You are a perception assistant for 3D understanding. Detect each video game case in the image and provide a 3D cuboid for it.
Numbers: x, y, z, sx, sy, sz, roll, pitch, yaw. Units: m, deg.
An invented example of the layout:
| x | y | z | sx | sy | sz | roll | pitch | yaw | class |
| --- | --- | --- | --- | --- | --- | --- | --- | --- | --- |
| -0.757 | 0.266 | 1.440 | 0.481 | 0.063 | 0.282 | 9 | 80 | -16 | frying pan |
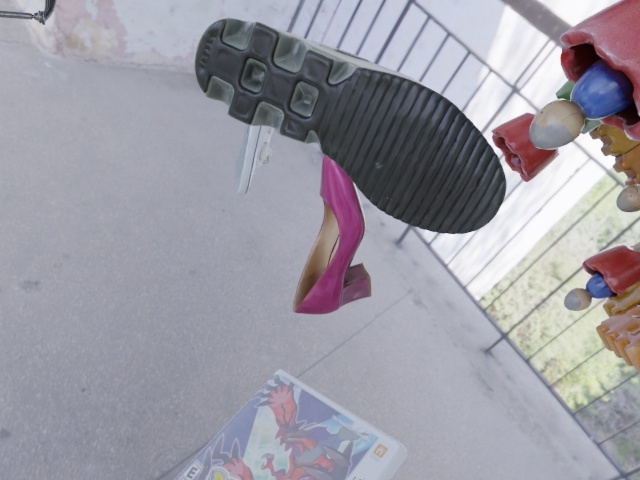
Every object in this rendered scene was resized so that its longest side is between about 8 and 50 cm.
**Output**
| x | y | z | sx | sy | sz | roll | pitch | yaw | class |
| --- | --- | --- | --- | --- | --- | --- | --- | --- | --- |
| -0.042 | 0.239 | 0.534 | 0.201 | 0.023 | 0.183 | 16 | 51 | 47 | video game case |

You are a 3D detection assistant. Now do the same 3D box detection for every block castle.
| x | y | z | sx | sy | sz | roll | pitch | yaw | class |
| --- | --- | --- | --- | --- | --- | --- | --- | --- | --- |
| 0.313 | -0.040 | 0.494 | 0.303 | 0.213 | 0.453 | 56 | 11 | 4 | block castle |

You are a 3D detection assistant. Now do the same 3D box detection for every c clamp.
| x | y | z | sx | sy | sz | roll | pitch | yaw | class |
| --- | --- | --- | --- | --- | --- | --- | --- | --- | --- |
| -0.515 | -0.384 | 0.848 | 0.160 | 0.022 | 0.137 | -10 | 74 | -22 | c clamp |

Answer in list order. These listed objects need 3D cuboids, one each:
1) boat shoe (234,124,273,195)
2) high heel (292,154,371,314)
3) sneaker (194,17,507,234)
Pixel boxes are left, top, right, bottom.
| x | y | z | sx | sy | sz | roll | pitch | yaw | class |
| --- | --- | --- | --- | --- | --- | --- | --- | --- | --- |
| -0.151 | -0.215 | 1.251 | 0.075 | 0.226 | 0.083 | 9 | 14 | -24 | boat shoe |
| 0.000 | 0.000 | 1.094 | 0.181 | 0.377 | 0.127 | -15 | 27 | -7 | high heel |
| 0.045 | -0.130 | 0.542 | 0.330 | 0.122 | 0.146 | 34 | 24 | 8 | sneaker |
